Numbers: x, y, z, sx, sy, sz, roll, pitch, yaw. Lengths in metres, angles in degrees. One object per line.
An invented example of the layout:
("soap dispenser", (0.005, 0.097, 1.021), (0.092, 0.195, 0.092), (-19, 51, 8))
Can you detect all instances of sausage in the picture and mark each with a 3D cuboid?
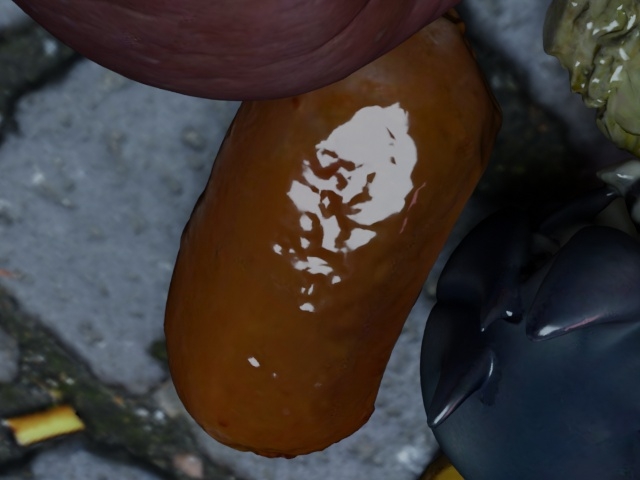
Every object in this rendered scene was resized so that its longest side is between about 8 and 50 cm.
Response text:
("sausage", (-0.003, -0.001, 0.610), (0.133, 0.133, 0.258), (21, 120, -6))

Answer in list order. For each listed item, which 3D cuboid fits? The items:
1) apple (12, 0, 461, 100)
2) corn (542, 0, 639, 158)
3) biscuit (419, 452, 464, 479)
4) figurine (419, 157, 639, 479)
("apple", (-0.014, -0.199, 0.421), (0.235, 0.305, 0.306), (49, 116, 13))
("corn", (0.274, -0.076, 0.543), (0.347, 0.130, 0.130), (7, 119, -1))
("biscuit", (0.154, 0.173, 0.740), (0.260, 0.041, 0.203), (-28, 115, 20))
("figurine", (0.146, 0.046, 0.536), (0.197, 0.265, 0.175), (-44, 90, -9))
